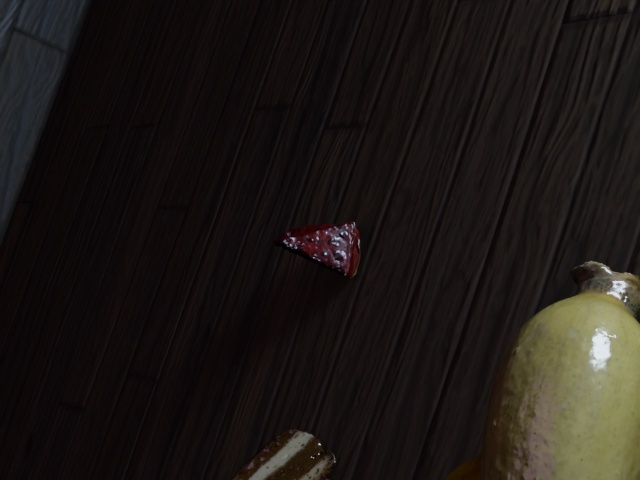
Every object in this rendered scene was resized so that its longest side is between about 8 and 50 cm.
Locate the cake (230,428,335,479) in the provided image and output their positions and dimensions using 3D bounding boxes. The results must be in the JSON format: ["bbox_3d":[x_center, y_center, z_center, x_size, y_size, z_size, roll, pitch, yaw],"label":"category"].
[{"bbox_3d":[-0.067,0.336,1.960,0.246,0.135,0.112,-41,35,-13],"label":"cake"}]

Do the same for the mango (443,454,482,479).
[{"bbox_3d":[0.142,0.232,1.604,0.114,0.060,0.080,-37,36,53],"label":"mango"}]

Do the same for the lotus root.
[{"bbox_3d":[0.201,0.156,1.467,0.146,0.131,0.303,-20,52,56],"label":"lotus root"}]

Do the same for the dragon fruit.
[{"bbox_3d":[0.002,-0.003,2.080,0.063,0.097,0.131,-65,5,-2],"label":"dragon fruit"}]
